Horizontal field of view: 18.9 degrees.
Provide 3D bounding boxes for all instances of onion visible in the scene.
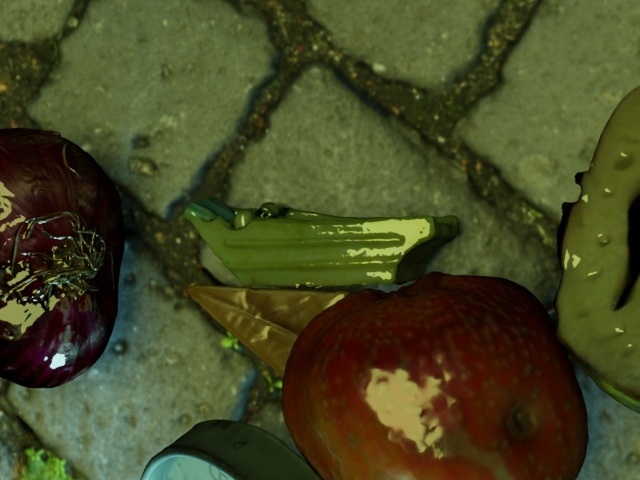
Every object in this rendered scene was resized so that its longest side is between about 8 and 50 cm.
[{"bbox_3d":[-0.308,0.021,2.011,0.281,0.221,0.281,21,118,44],"label":"onion"}]

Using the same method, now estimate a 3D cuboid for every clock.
[{"bbox_3d":[-0.058,0.328,1.863,0.325,0.067,0.325,32,136,37],"label":"clock"}]

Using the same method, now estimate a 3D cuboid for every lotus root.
[{"bbox_3d":[0.379,-0.010,1.698,0.390,0.111,0.375,-43,51,14],"label":"lotus root"}]

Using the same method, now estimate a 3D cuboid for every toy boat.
[{"bbox_3d":[-0.001,0.006,1.924,0.276,0.111,0.084,4,94,24],"label":"toy boat"}]

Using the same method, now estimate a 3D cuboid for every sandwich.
[{"bbox_3d":[-0.039,0.058,1.957,0.163,0.079,0.113,40,101,22],"label":"sandwich"}]

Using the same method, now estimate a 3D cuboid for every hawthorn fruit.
[{"bbox_3d":[0.118,0.164,1.785,0.275,0.275,0.299,-38,88,18],"label":"hawthorn fruit"}]
